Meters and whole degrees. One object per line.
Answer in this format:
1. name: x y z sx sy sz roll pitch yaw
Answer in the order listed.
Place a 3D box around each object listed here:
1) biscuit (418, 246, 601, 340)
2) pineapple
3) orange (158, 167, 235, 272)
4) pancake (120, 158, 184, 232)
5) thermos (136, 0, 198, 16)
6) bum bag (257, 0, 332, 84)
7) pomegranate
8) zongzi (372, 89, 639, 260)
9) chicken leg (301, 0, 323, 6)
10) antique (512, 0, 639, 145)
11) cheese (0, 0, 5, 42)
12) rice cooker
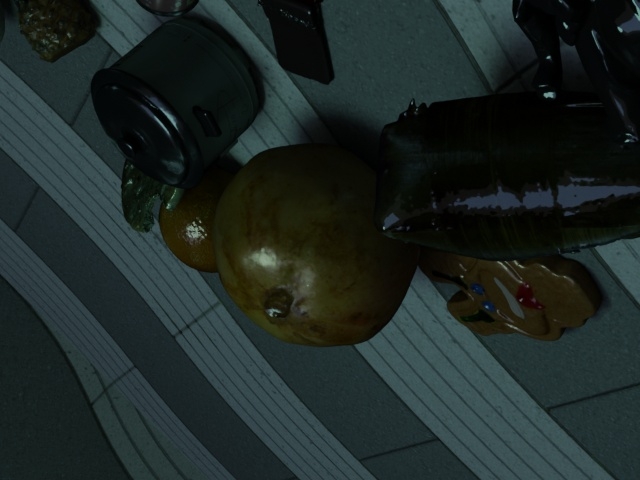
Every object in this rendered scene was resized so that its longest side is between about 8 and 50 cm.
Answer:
1. biscuit: 0.290 0.078 1.840 0.333 0.047 0.202 -1 129 53
2. pineapple: -0.511 -0.443 2.098 0.248 0.128 0.128 55 151 -9
3. orange: -0.202 -0.035 2.174 0.206 0.206 0.206 32 150 21
4. pancake: -0.295 -0.141 2.139 0.037 0.254 0.253 14 168 -32
5. thermos: -0.198 -0.455 1.665 0.136 0.109 0.330 38 152 10
6. bum bag: -0.038 -0.303 1.758 0.109 0.026 0.159 24 147 31
7. pomegranate: 0.000 0.000 1.874 0.338 0.338 0.338 32 150 21
8. zongzi: 0.320 -0.064 1.536 0.403 0.208 0.432 -3 169 24
9. chicken leg: -0.023 -0.400 1.581 0.093 0.053 0.205 3 145 18
10. antique: 0.333 -0.240 1.206 0.322 0.185 0.255 12 146 44
11. cheese: -0.696 -0.469 2.248 0.189 0.154 0.198 15 143 9
12. rice cooker: -0.243 -0.217 1.930 0.280 0.227 0.241 13 140 43
